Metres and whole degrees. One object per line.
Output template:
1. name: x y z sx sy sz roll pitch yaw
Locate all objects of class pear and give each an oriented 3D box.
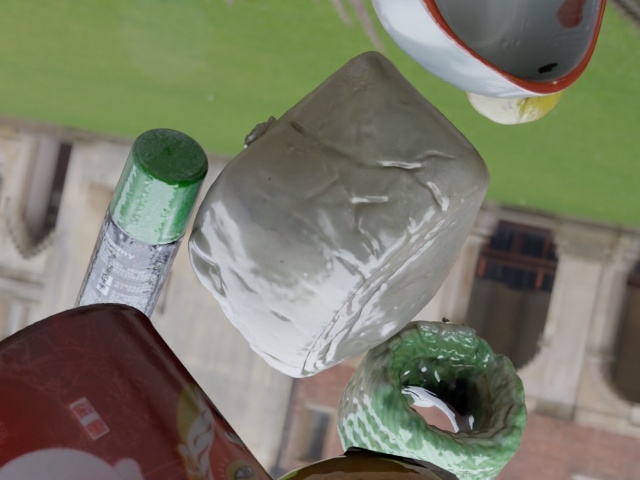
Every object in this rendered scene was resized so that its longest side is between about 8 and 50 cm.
1. pear: 0.268 -0.232 1.987 0.149 0.148 0.162 12 170 -5

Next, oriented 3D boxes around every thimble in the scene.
1. thimble: 0.131 0.205 1.724 0.219 0.219 0.150 12 136 -17

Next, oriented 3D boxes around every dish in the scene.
1. dish: 0.139 -0.246 1.316 0.256 0.256 0.117 12 166 -36

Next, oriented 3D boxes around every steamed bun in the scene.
1. steamed bun: -0.002 0.000 1.553 0.236 0.247 0.383 -31 165 -32

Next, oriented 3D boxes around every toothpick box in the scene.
1. toothpick box: -0.095 0.225 0.897 0.333 0.204 0.204 48 -163 24

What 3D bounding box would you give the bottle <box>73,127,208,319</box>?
1. bottle: -0.212 0.013 1.662 0.093 0.093 0.330 12 137 -15

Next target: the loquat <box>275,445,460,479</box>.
1. loquat: 0.034 0.278 1.144 0.235 0.235 0.235 12 180 0
